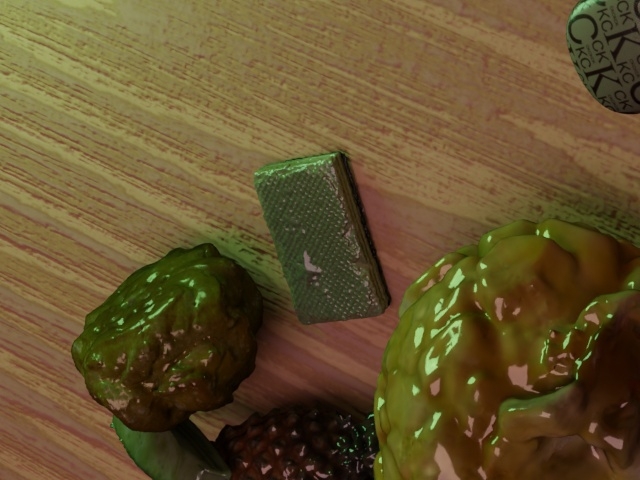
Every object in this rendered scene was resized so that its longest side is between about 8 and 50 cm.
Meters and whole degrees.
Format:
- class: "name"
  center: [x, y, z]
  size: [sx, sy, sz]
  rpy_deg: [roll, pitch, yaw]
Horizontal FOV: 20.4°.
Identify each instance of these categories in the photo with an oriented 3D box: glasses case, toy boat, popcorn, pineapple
- class: "glasses case"
  center: [0.401, -0.226, 1.710]
  size: [0.355, 0.085, 0.137]
  rpy_deg: [-20, 100, 35]
- class: "toy boat"
  center: [-0.198, 0.245, 2.182]
  size: [0.293, 0.055, 0.093]
  rpy_deg: [36, 106, 57]
- class: "popcorn"
  center: [0.229, 0.174, 1.844]
  size: [0.390, 0.344, 0.354]
  rpy_deg: [-46, 50, 21]
- class: "pineapple"
  center: [0.027, 0.261, 2.097]
  size: [0.361, 0.175, 0.175]
  rpy_deg: [-17, 103, 36]

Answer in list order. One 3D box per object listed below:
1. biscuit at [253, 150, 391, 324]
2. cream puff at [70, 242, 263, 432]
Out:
- class: "biscuit"
  center: [0.000, 0.000, 2.071]
  size: [0.121, 0.040, 0.199]
  rpy_deg: [-8, 109, 34]
- class: "cream puff"
  center: [-0.174, 0.117, 2.099]
  size: [0.244, 0.244, 0.196]
  rpy_deg: [-29, 85, 36]
